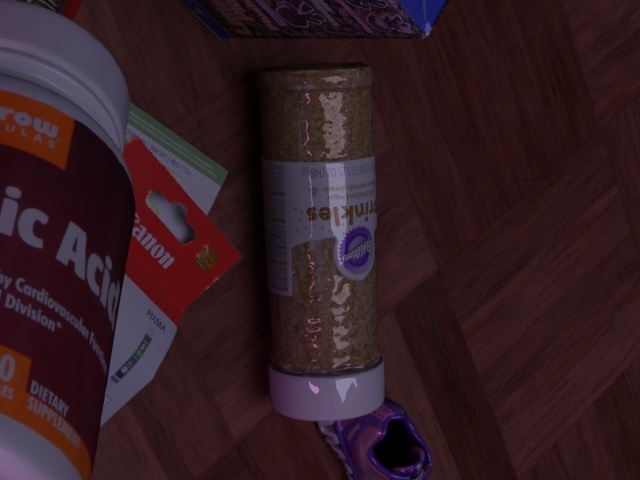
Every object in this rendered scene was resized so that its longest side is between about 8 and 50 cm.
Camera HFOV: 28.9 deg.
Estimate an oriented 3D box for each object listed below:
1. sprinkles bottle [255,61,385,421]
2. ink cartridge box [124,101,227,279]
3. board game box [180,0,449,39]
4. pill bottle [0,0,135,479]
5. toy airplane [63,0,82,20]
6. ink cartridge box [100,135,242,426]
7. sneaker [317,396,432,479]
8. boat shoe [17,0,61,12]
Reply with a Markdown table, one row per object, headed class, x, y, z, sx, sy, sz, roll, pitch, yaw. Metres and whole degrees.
| class | x | y | z | sx | sy | sz | roll | pitch | yaw |
| --- | --- | --- | --- | --- | --- | --- | --- | --- | --- |
| sprinkles bottle | 0.000 | 0.000 | 1.264 | 0.121 | 0.121 | 0.355 | -11 | 103 | -39 |
| ink cartridge box | -0.205 | -0.004 | 1.136 | 0.171 | 0.056 | 0.235 | 35 | 72 | -38 |
| board game box | 0.006 | -0.311 | 1.108 | 0.141 | 0.291 | 0.232 | 42 | 71 | -37 |
| pill bottle | -0.251 | 0.024 | 0.875 | 0.224 | 0.224 | 0.392 | 41 | 36 | -36 |
| toy airplane | -0.203 | -0.270 | 1.077 | 0.151 | 0.028 | 0.151 | 6 | 90 | -69 |
| ink cartridge box | -0.189 | 0.047 | 1.107 | 0.225 | 0.056 | 0.181 | -42 | 128 | -4 |
| sneaker | 0.084 | 0.258 | 1.385 | 0.095 | 0.105 | 0.236 | -43 | 122 | -29 |
| boat shoe | -0.249 | -0.240 | 1.064 | 0.056 | 0.048 | 0.153 | -6 | 101 | -39 |
